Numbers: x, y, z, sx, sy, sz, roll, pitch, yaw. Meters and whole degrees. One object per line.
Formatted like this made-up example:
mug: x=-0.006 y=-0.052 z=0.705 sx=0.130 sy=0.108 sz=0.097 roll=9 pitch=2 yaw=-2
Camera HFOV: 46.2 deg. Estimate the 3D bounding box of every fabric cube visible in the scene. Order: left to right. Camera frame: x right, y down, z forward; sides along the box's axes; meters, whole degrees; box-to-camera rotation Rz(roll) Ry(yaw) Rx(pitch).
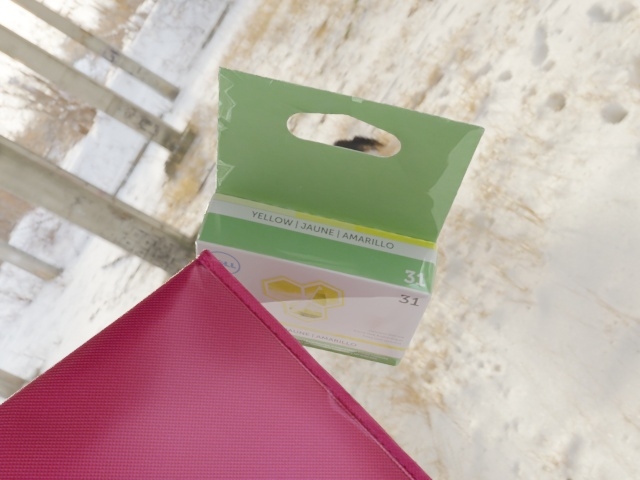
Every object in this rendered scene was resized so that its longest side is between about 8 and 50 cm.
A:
fabric cube: x=-0.092 y=0.214 z=0.443 sx=0.258 sy=0.254 sz=0.259 roll=-41 pitch=-13 yaw=-27

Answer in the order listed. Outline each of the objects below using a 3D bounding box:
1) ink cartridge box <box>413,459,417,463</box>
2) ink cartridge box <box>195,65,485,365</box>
ink cartridge box: x=-0.006 y=0.394 z=0.979 sx=0.283 sy=0.207 sz=0.117 roll=-51 pitch=-31 yaw=-58
ink cartridge box: x=0.000 y=0.000 z=0.528 sx=0.235 sy=0.171 sz=0.056 roll=102 pitch=-179 yaw=-56
